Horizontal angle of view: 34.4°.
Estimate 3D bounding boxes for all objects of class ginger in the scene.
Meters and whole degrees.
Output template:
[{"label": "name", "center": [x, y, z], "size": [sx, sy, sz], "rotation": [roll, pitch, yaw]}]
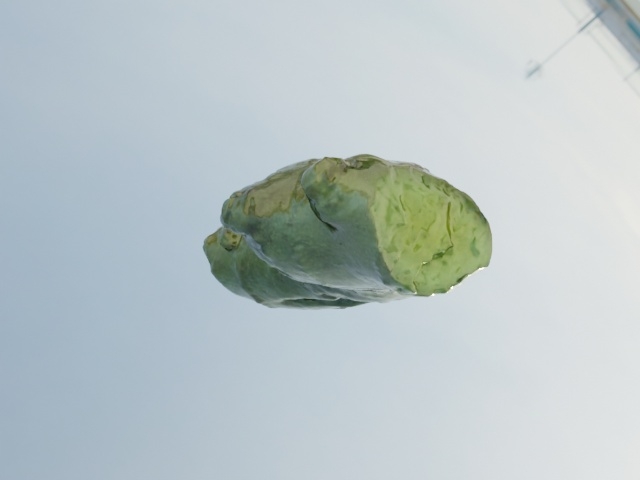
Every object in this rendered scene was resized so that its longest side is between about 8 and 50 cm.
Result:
[{"label": "ginger", "center": [0.002, -0.002, 0.649], "size": [0.137, 0.290, 0.089], "rotation": [-3, -95, -11]}]
